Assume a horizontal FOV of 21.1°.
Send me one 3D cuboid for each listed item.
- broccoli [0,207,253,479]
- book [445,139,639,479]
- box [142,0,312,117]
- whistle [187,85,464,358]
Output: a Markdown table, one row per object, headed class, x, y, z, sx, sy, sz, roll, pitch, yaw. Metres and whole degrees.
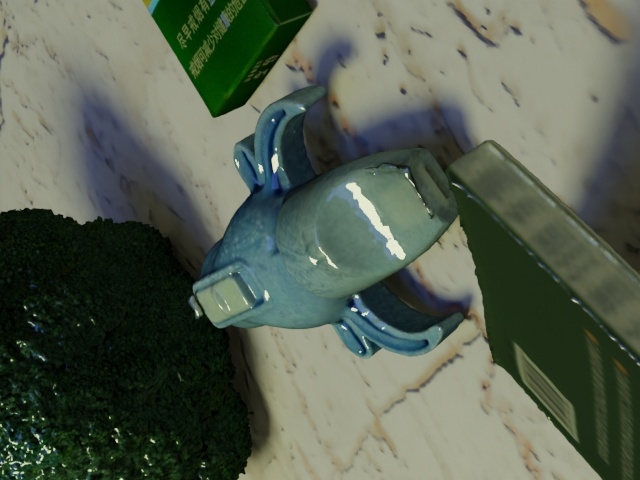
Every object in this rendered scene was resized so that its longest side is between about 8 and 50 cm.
| class | x | y | z | sx | sy | sz | roll | pitch | yaw |
| --- | --- | --- | --- | --- | --- | --- | --- | --- | --- |
| broccoli | -0.193 | 0.121 | 1.341 | 0.297 | 0.297 | 0.298 | -102 | -12 | -86 |
| book | 0.200 | 0.133 | 0.821 | 0.371 | 0.043 | 0.260 | 48 | 172 | 26 |
| box | -0.097 | -0.209 | 1.116 | 0.235 | 0.034 | 0.132 | 58 | 150 | 10 |
| whistle | 0.000 | 0.000 | 1.083 | 0.269 | 0.093 | 0.180 | -24 | 98 | 54 |
